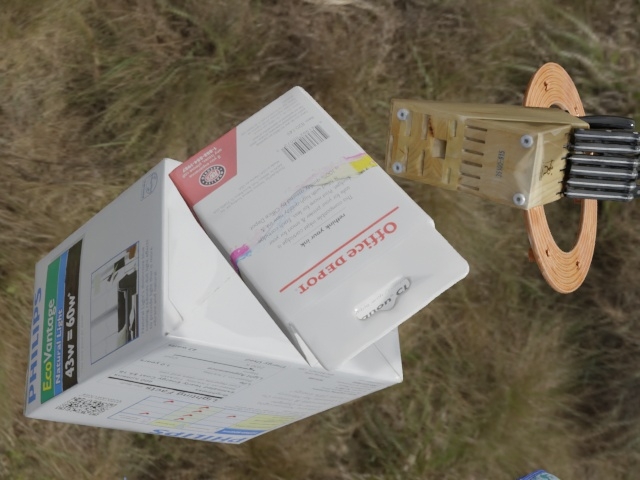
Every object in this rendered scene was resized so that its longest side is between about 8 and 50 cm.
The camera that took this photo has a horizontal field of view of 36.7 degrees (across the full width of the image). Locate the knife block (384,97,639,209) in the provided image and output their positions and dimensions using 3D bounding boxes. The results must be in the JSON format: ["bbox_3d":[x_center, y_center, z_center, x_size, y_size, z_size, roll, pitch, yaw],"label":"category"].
[{"bbox_3d":[0.247,-0.111,1.144,0.242,0.275,0.088,-17,118,-50],"label":"knife block"}]

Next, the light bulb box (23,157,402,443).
[{"bbox_3d":[-0.147,0.106,1.269,0.357,0.361,0.225,17,58,-36],"label":"light bulb box"}]

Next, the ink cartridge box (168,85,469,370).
[{"bbox_3d":[0.000,0.000,0.644,0.115,0.198,0.067,-35,146,-8],"label":"ink cartridge box"}]

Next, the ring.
[{"bbox_3d":[0.344,-0.090,1.417,0.336,0.032,0.337,12,76,-57],"label":"ring"}]

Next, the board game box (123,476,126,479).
[{"bbox_3d":[-0.263,0.387,1.217,0.033,0.133,0.169,0,111,-8],"label":"board game box"}]

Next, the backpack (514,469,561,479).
[{"bbox_3d":[0.297,0.381,1.361,0.105,0.084,0.114,-18,124,-37],"label":"backpack"}]
